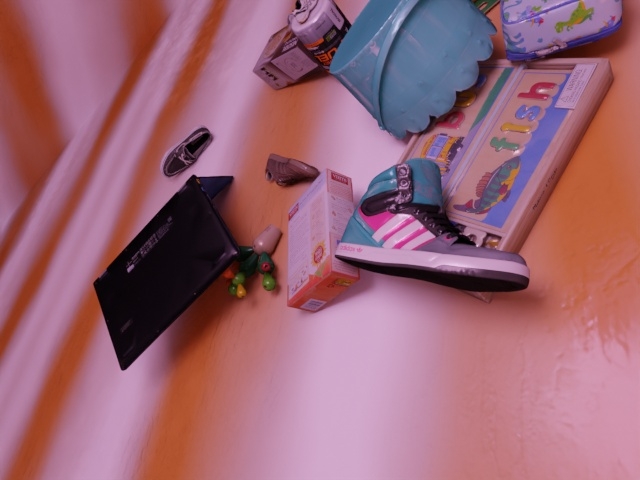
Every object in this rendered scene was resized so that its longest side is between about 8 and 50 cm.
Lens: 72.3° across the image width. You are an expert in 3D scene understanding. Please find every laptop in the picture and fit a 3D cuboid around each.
[{"bbox_3d":[-0.339,0.046,1.098,0.382,0.236,0.408,-44,57,12],"label":"laptop"}]

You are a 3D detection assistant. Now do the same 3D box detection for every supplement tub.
[{"bbox_3d":[0.030,-0.486,1.068,0.117,0.190,0.117,-23,51,31],"label":"supplement tub"}]

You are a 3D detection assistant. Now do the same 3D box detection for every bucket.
[{"bbox_3d":[0.161,-0.355,0.817,0.281,0.183,0.281,-45,26,29],"label":"bucket"}]

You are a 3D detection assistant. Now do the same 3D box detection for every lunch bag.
[{"bbox_3d":[0.394,-0.395,0.725,0.176,0.090,0.219,-9,44,29],"label":"lunch bag"}]

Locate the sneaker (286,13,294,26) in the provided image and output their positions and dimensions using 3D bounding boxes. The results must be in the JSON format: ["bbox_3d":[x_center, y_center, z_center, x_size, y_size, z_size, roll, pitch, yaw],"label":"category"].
[{"bbox_3d":[-0.056,-0.675,1.347,0.190,0.083,0.071,-49,41,4],"label":"sneaker"}]

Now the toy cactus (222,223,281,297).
[{"bbox_3d":[-0.159,0.038,0.982,0.219,0.112,0.180,12,62,54],"label":"toy cactus"}]

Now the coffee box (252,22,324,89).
[{"bbox_3d":[-0.069,-0.529,1.226,0.247,0.098,0.141,7,70,54],"label":"coffee box"}]

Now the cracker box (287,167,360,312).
[{"bbox_3d":[0.000,0.000,0.841,0.156,0.067,0.232,-43,39,46],"label":"cracker box"}]

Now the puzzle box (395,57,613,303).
[{"bbox_3d":[0.255,-0.128,0.742,0.272,0.052,0.408,25,82,48],"label":"puzzle box"}]

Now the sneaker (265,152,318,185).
[{"bbox_3d":[-0.072,-0.160,1.059,0.188,0.066,0.071,28,101,53],"label":"sneaker"}]

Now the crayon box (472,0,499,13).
[{"bbox_3d":[0.262,-0.579,1.003,0.202,0.081,0.318,-40,45,14],"label":"crayon box"}]

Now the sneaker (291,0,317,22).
[{"bbox_3d":[-0.036,-0.533,0.987,0.032,0.037,0.083,8,68,46],"label":"sneaker"}]

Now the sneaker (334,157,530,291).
[{"bbox_3d":[0.164,-0.031,0.641,0.296,0.124,0.178,9,78,42],"label":"sneaker"}]

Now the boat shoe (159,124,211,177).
[{"bbox_3d":[-0.448,-0.289,1.452,0.219,0.078,0.070,-47,42,5],"label":"boat shoe"}]
